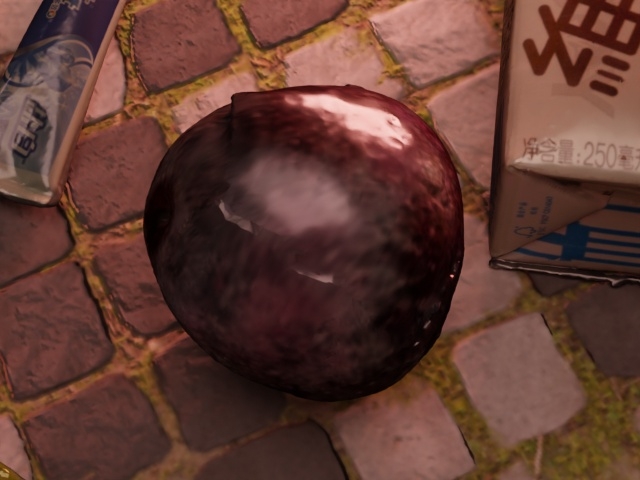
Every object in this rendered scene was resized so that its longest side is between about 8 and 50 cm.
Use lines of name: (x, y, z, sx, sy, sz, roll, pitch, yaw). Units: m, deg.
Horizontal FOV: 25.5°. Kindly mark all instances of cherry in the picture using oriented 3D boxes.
cherry: (-0.010, 0.000, 0.838, 0.195, 0.195, 0.195, 0, 64, 1)

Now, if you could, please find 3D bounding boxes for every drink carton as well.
drink carton: (0.217, -0.141, 0.929, 0.194, 0.132, 0.324, 6, 63, 3)

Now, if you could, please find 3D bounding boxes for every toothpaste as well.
toothpaste: (-0.172, -0.146, 0.982, 0.069, 0.047, 0.268, 29, 65, -24)

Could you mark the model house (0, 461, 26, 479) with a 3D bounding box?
model house: (-0.299, 0.189, 0.739, 0.303, 0.215, 0.237, 26, 67, 7)
